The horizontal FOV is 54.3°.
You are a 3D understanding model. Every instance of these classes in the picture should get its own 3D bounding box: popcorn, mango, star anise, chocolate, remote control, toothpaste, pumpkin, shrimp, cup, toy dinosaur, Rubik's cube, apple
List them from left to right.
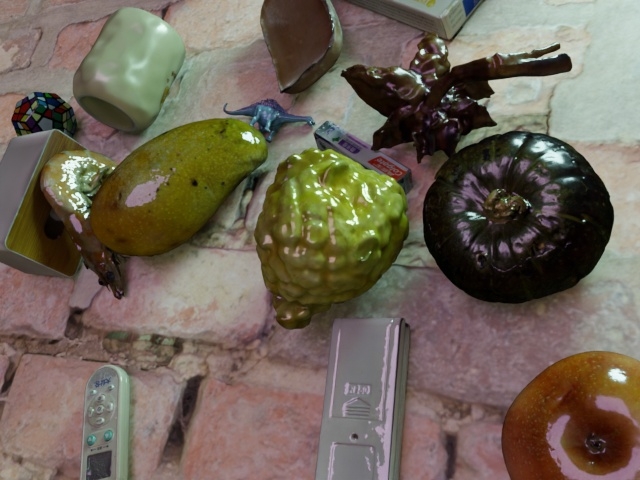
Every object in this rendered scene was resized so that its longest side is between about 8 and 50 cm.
[{"bbox_3d":[-0.601,-0.259,1.364,0.112,0.133,0.133,-54,51,26],"label":"Rubik's cube"},{"bbox_3d":[-0.399,-0.040,1.166,0.058,0.169,0.295,-29,88,48],"label":"shrimp"},{"bbox_3d":[-0.341,0.308,0.998,0.078,0.042,0.221,-18,60,16],"label":"remote control"},{"bbox_3d":[-0.421,-0.345,1.281,0.255,0.173,0.202,11,69,29],"label":"cup"},{"bbox_3d":[-0.252,-0.103,1.089,0.176,0.175,0.329,44,92,-9],"label":"mango"},{"bbox_3d":[-0.101,-0.222,1.144,0.198,0.045,0.080,15,61,24],"label":"toy dinosaur"},{"bbox_3d":[-0.025,-0.393,1.166,0.161,0.083,0.261,-34,56,33],"label":"chocolate"},{"bbox_3d":[0.000,0.000,0.884,0.251,0.206,0.237,-61,20,9],"label":"popcorn"},{"bbox_3d":[0.067,-0.132,1.018,0.040,0.047,0.196,-41,53,-16],"label":"toothpaste"},{"bbox_3d":[0.057,0.241,0.829,0.103,0.055,0.277,-3,66,25],"label":"remote control"},{"bbox_3d":[0.196,-0.232,0.942,0.347,0.148,0.237,1,61,36],"label":"star anise"},{"bbox_3d":[0.248,-0.034,0.809,0.238,0.159,0.237,-8,67,19],"label":"pumpkin"},{"bbox_3d":[0.293,0.216,0.661,0.201,0.162,0.201,-10,61,19],"label":"apple"}]

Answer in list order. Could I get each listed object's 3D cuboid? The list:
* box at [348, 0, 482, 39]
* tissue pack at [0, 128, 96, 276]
[{"bbox_3d":[0.158,-0.506,1.144,0.343,0.065,0.200,36,84,35],"label":"box"},{"bbox_3d":[-0.538,-0.068,1.207,0.136,0.159,0.245,-1,66,32],"label":"tissue pack"}]
